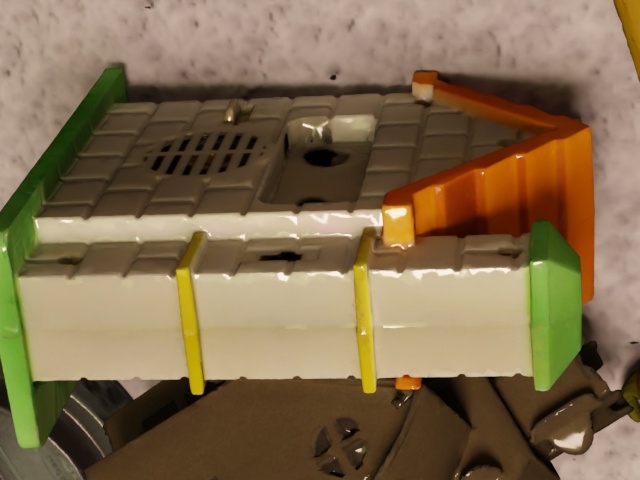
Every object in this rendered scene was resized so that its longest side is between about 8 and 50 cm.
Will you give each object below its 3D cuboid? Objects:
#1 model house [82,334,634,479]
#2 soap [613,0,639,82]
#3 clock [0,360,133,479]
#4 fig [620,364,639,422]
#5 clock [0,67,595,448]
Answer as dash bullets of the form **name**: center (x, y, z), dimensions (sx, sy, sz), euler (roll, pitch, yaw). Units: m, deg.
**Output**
- **model house**: center (0.030, 0.107, 0.884), dimensions (0.243, 0.211, 0.204), euler (-32, 60, 8)
- **soap**: center (0.221, -0.148, 0.738), dimensions (0.204, 0.096, 0.324), euler (-12, 112, 23)
- **clock**: center (-0.196, 0.152, 1.048), dimensions (0.226, 0.049, 0.226), euler (8, 117, 15)
- **fig**: center (0.191, 0.075, 0.876), dimensions (0.098, 0.082, 0.084), euler (6, 154, 32)
- **clock**: center (0.000, 0.000, 0.819), dimensions (0.255, 0.220, 0.106), euler (-1, 114, 9)
